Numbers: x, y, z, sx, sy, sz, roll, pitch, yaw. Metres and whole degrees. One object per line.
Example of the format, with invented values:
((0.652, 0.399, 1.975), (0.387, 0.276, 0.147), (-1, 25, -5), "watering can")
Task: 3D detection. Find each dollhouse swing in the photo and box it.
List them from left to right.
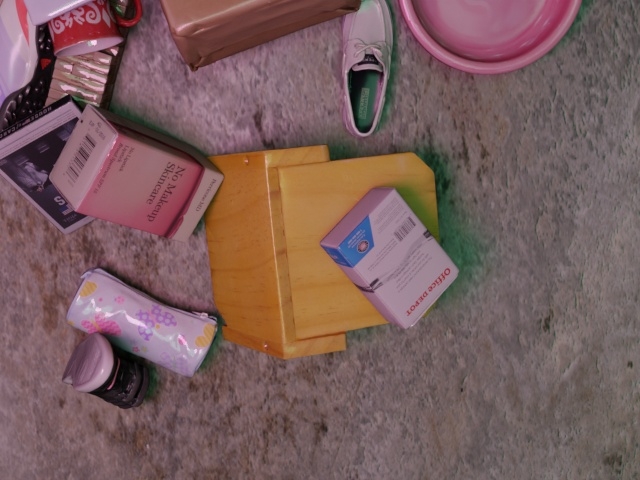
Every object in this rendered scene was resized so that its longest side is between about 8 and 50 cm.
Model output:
((0.000, 0.000, 1.386), (0.305, 0.315, 0.346), (-11, 99, -34), "dollhouse swing")

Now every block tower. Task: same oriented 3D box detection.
((-0.387, -0.349, 1.317), (0.097, 0.091, 0.335), (19, 101, -7), "block tower")

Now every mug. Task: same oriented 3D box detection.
((-0.381, -0.393, 1.223), (0.113, 0.150, 0.169), (-9, 101, 36), "mug")

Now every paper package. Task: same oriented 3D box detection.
((-0.126, -0.487, 1.219), (0.310, 0.168, 0.324), (-20, 82, 0), "paper package")

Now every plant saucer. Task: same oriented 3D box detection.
((0.293, -0.461, 1.344), (0.332, 0.084, 0.332), (-1, 103, -4), "plant saucer")

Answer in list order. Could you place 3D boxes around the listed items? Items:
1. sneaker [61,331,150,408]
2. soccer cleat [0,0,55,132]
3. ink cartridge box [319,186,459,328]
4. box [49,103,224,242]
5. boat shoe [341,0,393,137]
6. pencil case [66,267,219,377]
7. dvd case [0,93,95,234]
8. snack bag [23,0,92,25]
((-0.365, 0.240, 1.372), (0.147, 0.296, 0.104), (25, 71, -20), "sneaker")
((-0.527, -0.302, 1.324), (0.116, 0.109, 0.318), (25, 105, 15), "soccer cleat")
((0.114, 0.028, 1.253), (0.139, 0.082, 0.190), (-46, 112, -14), "ink cartridge box")
((-0.308, -0.108, 1.296), (0.232, 0.127, 0.148), (19, 107, -48), "box")
((0.080, -0.315, 1.358), (0.096, 0.088, 0.267), (6, 102, -5), "boat shoe")
((-0.328, 0.152, 1.418), (0.273, 0.113, 0.124), (24, 116, -8), "pencil case")
((-0.439, -0.124, 1.327), (0.179, 0.029, 0.238), (-29, 138, 3), "dvd case")
((-0.325, -0.523, 1.119), (0.343, 0.037, 0.323), (-22, 89, 3), "snack bag")
